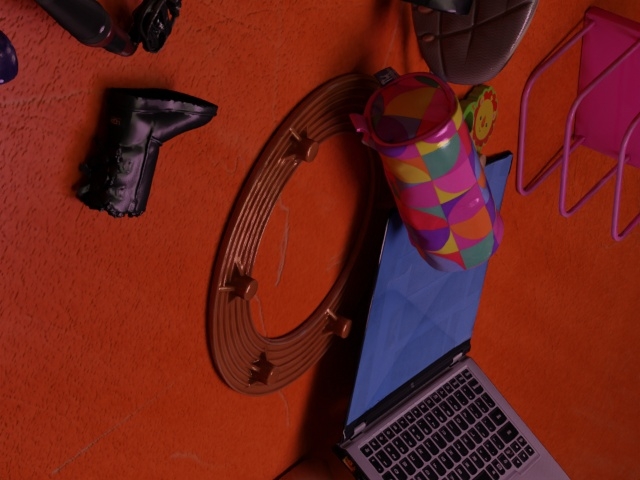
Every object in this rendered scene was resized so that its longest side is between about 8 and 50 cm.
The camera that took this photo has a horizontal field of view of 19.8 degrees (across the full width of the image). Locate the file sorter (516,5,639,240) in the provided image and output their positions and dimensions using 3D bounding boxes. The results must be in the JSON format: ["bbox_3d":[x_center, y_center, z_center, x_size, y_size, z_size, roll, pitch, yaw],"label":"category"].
[{"bbox_3d":[0.396,-0.108,2.175,0.182,0.291,0.202,-42,145,-36],"label":"file sorter"}]

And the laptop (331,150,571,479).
[{"bbox_3d":[0.199,0.156,2.037,0.236,0.408,0.382,-43,172,27],"label":"laptop"}]

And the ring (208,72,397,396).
[{"bbox_3d":[0.000,0.000,1.789,0.336,0.032,0.336,-44,147,-39],"label":"ring"}]

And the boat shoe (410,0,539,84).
[{"bbox_3d":[0.177,-0.321,1.724,0.130,0.132,0.355,-15,118,-66],"label":"boat shoe"}]

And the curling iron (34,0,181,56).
[{"bbox_3d":[-0.155,-0.165,1.279,0.068,0.035,0.274,-60,169,8],"label":"curling iron"}]

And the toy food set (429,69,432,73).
[{"bbox_3d":[0.140,-0.241,1.865,0.192,0.038,0.132,-55,160,-34],"label":"toy food set"}]

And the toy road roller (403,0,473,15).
[{"bbox_3d":[0.012,-0.315,1.417,0.329,0.241,0.202,-114,-141,-73],"label":"toy road roller"}]

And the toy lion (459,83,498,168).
[{"bbox_3d":[0.167,-0.128,2.012,0.100,0.034,0.096,26,81,-64],"label":"toy lion"}]

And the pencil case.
[{"bbox_3d":[0.109,-0.066,1.788,0.104,0.104,0.236,-56,145,-21],"label":"pencil case"}]

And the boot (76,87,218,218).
[{"bbox_3d":[-0.137,-0.069,1.449,0.121,0.045,0.099,-3,112,-54],"label":"boot"}]

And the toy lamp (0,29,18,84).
[{"bbox_3d":[-0.207,-0.235,1.138,0.080,0.080,0.274,-29,137,-52],"label":"toy lamp"}]

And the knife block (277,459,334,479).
[{"bbox_3d":[0.009,0.356,1.854,0.276,0.242,0.088,-32,139,-51],"label":"knife block"}]
